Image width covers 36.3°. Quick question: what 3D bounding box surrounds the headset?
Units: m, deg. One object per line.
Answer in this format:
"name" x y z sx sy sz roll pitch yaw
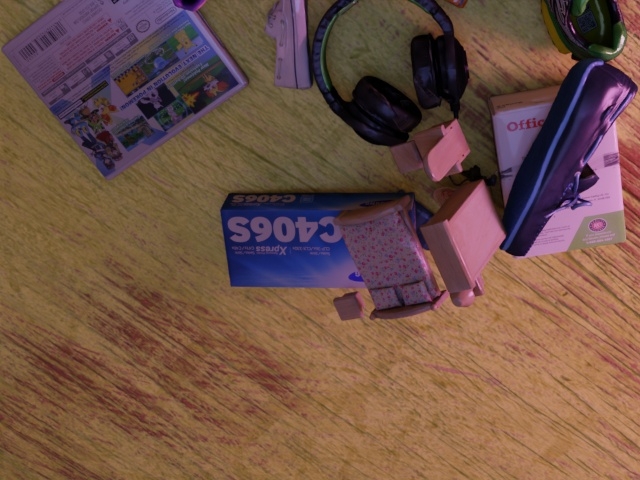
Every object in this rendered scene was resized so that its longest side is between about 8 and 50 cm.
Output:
"headset" 0.150 -0.239 1.618 0.243 0.185 0.394 -35 104 19

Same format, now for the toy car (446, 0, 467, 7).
"toy car" 0.246 -0.432 1.602 0.060 0.040 0.122 41 112 -13

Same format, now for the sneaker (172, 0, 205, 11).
"sneaker" -0.194 -0.455 1.544 0.095 0.105 0.236 20 145 -1

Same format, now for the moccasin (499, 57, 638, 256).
"moccasin" 0.397 -0.115 1.555 0.116 0.138 0.342 20 115 -8

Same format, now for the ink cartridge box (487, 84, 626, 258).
"ink cartridge box" 0.408 -0.124 1.687 0.198 0.115 0.273 -9 113 8

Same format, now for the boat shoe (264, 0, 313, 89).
"boat shoe" -0.058 -0.359 1.638 0.075 0.083 0.226 -2 115 5

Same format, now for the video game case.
"video game case" -0.342 -0.308 1.713 0.329 0.036 0.300 -32 108 16

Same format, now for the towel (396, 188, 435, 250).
"towel" 0.171 -0.037 1.794 0.119 0.029 0.067 35 115 -11

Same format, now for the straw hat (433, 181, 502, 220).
"straw hat" 0.278 -0.076 1.746 0.144 0.144 0.061 32 71 -10

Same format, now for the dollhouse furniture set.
"dollhouse furniture set" 0.096 0.005 1.592 0.355 0.174 0.303 -14 108 35

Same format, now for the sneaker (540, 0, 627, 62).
"sneaker" 0.386 -0.431 1.524 0.134 0.146 0.343 -37 108 3

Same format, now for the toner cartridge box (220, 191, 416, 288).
"toner cartridge box" 0.000 0.000 1.782 0.347 0.075 0.165 0 119 10
